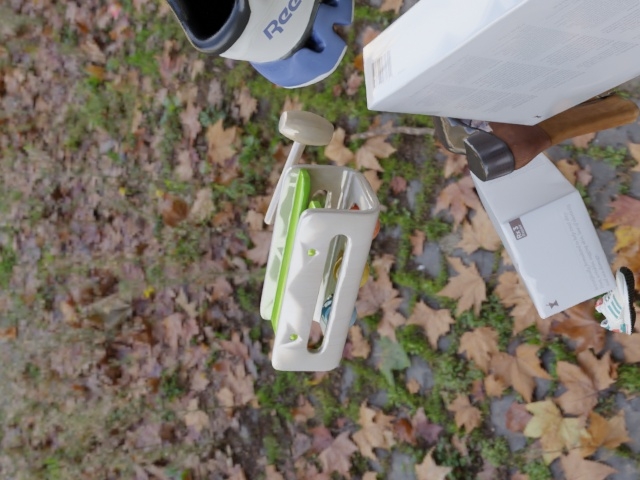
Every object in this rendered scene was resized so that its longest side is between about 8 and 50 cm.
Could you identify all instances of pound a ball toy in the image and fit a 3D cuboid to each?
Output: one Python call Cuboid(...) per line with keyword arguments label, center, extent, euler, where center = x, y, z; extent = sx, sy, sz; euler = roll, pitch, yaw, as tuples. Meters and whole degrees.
Cuboid(label="pound a ball toy", center=(0.000, 0.000, 1.087), extent=(0.208, 0.135, 0.319), euler=(-111, 28, -53))

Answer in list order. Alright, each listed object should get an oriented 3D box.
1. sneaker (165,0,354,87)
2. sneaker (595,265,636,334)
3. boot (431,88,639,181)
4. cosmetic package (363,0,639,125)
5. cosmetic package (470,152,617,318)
Cuboid(label="sneaker", center=(-0.057, -0.271, 0.544), extent=(0.127, 0.182, 0.316), euler=(7, 103, 32))
Cuboid(label="sneaker", center=(0.592, 0.122, 1.533), extent=(0.075, 0.057, 0.161), euler=(4, 128, 32))
Cuboid(label="boot", center=(0.342, -0.233, 1.281), extent=(0.264, 0.280, 0.096), euler=(-122, 10, -54))
Cuboid(label="cosmetic package", center=(0.265, -0.245, 0.888), extent=(0.377, 0.284, 0.098), euler=(-23, 67, 60))
Cuboid(label="cosmetic package", center=(0.430, -0.037, 1.516), extent=(0.156, 0.385, 0.217), euler=(-25, 110, 10))
